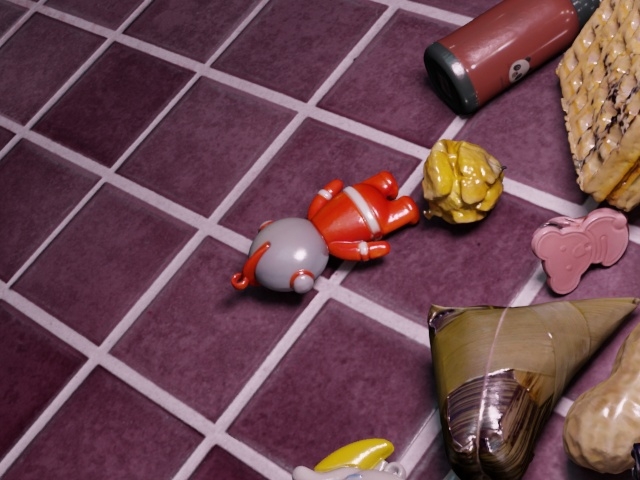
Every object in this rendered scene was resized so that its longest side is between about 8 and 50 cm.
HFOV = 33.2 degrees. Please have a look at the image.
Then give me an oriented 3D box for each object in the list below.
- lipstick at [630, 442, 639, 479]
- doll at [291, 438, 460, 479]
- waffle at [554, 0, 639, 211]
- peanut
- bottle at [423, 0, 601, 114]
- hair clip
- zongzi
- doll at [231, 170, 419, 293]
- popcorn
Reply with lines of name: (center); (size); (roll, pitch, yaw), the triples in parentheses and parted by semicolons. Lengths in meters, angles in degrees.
lipstick: (0.574, 0.261, 1.241); (0.418, 0.077, 0.077); (-3, 52, 3)
doll: (0.062, 0.377, 1.494); (0.252, 0.111, 0.237); (11, 49, 34)
waffle: (0.483, -0.249, 1.670); (0.114, 0.261, 0.376); (21, 41, -14)
peanut: (0.451, 0.199, 1.460); (0.136, 0.120, 0.298); (38, 73, 15)
bottle: (0.359, -0.366, 1.922); (0.336, 0.144, 0.144); (-32, 49, -5)
hair clip: (0.400, 0.008, 1.636); (0.138, 0.123, 0.102); (-8, 32, 23)
zongzi: (0.318, 0.193, 1.483); (0.317, 0.154, 0.289); (-13, 39, 9)
doll: (0.000, 0.000, 1.827); (0.336, 0.105, 0.200); (-28, 49, -9)
popcorn: (0.232, -0.099, 1.767); (0.152, 0.167, 0.148); (-35, 75, 25)
